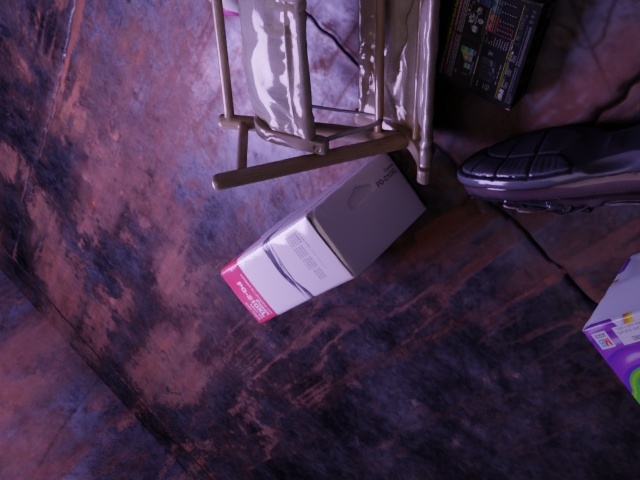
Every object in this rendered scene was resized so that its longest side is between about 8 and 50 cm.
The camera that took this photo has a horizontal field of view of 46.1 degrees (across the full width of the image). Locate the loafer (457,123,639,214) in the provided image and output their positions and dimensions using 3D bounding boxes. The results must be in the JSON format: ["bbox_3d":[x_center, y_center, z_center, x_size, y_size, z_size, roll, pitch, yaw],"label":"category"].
[{"bbox_3d":[0.278,-0.058,0.744,0.302,0.109,0.095,-5,122,43],"label":"loafer"}]

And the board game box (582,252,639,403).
[{"bbox_3d":[0.418,0.137,0.738,0.275,0.142,0.144,51,142,-3],"label":"board game box"}]

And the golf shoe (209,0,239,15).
[{"bbox_3d":[-0.085,-0.386,0.810,0.140,0.115,0.306,19,135,28],"label":"golf shoe"}]

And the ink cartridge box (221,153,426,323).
[{"bbox_3d":[0.000,0.000,1.004,0.100,0.172,0.237,53,142,-6],"label":"ink cartridge box"}]

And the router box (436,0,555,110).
[{"bbox_3d":[0.175,-0.206,0.766,0.092,0.038,0.123,30,138,21],"label":"router box"}]

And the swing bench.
[{"bbox_3d":[-0.002,-0.202,0.814,0.254,0.165,0.253,-3,129,-2],"label":"swing bench"}]
